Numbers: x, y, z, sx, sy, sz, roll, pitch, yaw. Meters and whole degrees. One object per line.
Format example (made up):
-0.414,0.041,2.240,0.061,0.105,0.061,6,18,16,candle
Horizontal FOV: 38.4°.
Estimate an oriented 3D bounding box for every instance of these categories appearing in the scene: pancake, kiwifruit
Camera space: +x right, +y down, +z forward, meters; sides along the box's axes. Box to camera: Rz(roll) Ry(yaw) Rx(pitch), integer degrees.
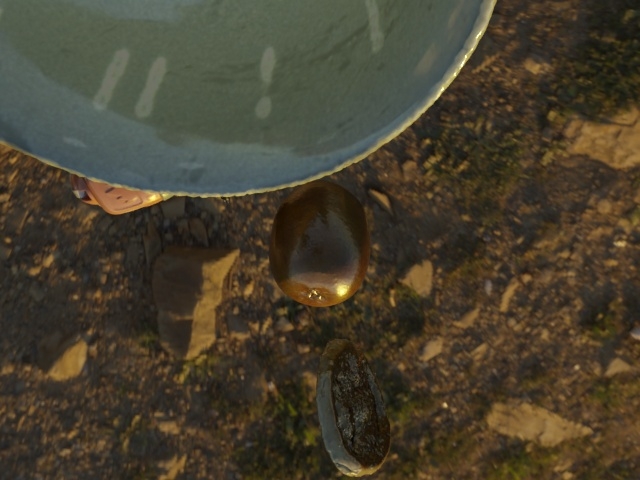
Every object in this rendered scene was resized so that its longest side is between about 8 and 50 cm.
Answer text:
0.039,0.186,1.026,0.028,0.158,0.158,-16,114,27,pancake
0.000,0.000,1.693,0.196,0.234,0.196,1,144,0,kiwifruit

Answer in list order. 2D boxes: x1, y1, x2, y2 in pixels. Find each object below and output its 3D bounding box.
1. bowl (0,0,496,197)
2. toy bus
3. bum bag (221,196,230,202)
-0.102,-0.241,0.492,0.435,0.196,0.435,10,140,9,bowl
-0.403,-0.172,1.862,0.232,0.288,0.194,-31,130,-4,toy bus
-0.189,-0.131,1.781,0.049,0.198,0.087,13,81,-1,bum bag
